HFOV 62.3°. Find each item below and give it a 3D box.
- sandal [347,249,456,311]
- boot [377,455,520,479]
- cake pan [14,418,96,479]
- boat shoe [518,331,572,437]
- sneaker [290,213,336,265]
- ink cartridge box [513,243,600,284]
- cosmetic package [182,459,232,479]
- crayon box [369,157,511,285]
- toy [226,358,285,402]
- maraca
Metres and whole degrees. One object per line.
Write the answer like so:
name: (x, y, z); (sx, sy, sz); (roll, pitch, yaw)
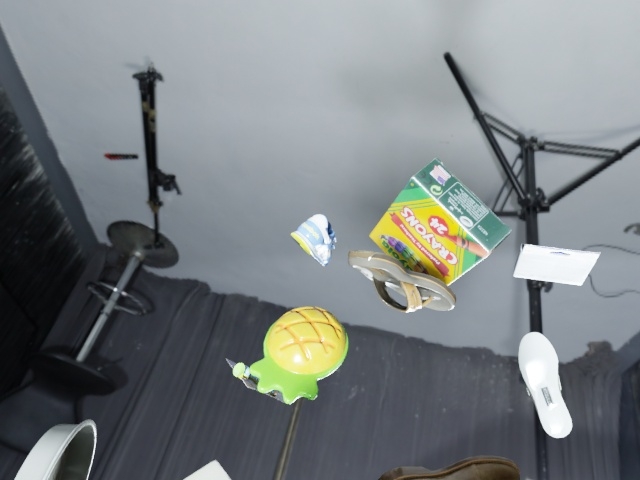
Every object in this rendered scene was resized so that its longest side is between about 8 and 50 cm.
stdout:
sandal: (0.121, 0.074, 0.801); (0.090, 0.060, 0.219); (-3, 156, 44)
boot: (0.256, 0.474, 0.964); (0.306, 0.115, 0.112); (1, 113, -23)
cake pan: (-0.485, 0.460, 0.933); (0.054, 0.293, 0.293); (15, 143, -3)
boat shoe: (0.473, 0.304, 1.133); (0.078, 0.219, 0.070); (-13, 172, 12)
sneaker: (0.000, 0.000, 0.848); (0.053, 0.059, 0.144); (38, 175, 16)
ink cartridge box: (0.752, 0.064, 1.702); (0.224, 0.045, 0.224); (8, 152, 13)
cosmetic package: (-0.238, 0.478, 0.755); (0.129, 0.296, 0.153); (29, 133, 42)
crayon box: (0.225, -0.003, 1.110); (0.202, 0.081, 0.318); (46, 154, 10)
toy: (-0.181, 0.431, 1.663); (0.137, 0.056, 0.237); (38, 179, 42)
maraca: (-0.029, 0.170, 0.807); (0.127, 0.185, 0.099); (16, 127, 17)
